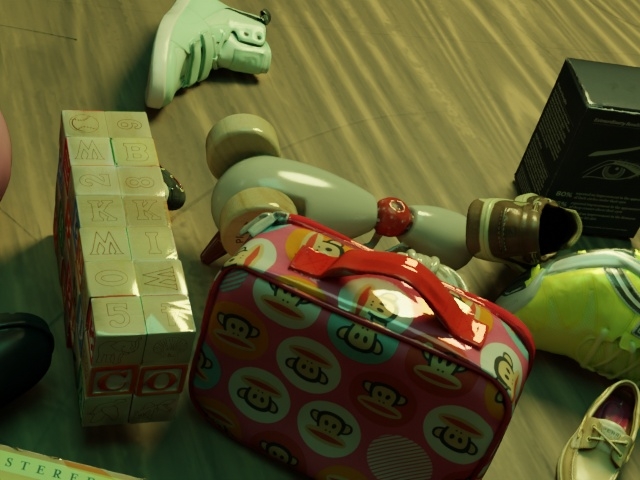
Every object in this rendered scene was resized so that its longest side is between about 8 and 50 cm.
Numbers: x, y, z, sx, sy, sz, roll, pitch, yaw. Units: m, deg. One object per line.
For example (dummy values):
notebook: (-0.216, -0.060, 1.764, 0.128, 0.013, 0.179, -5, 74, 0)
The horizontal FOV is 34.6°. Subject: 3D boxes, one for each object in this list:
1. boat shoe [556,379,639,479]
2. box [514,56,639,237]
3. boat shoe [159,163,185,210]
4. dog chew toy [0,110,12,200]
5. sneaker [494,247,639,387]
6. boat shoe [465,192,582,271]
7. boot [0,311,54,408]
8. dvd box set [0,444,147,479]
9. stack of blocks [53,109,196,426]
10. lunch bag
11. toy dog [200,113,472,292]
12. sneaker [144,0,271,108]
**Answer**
boat shoe: (0.290, 0.205, 1.058, 0.063, 0.059, 0.170, 26, 42, 10)
box: (0.361, -0.116, 1.323, 0.153, 0.207, 0.108, 6, 42, -12)
boat shoe: (-0.211, -0.075, 1.212, 0.133, 0.049, 0.042, 38, 17, 32)
dog chew toy: (-0.416, -0.025, 0.976, 0.207, 0.206, 0.331, 9, 49, -10)
sneaker: (0.382, 0.114, 1.132, 0.385, 0.145, 0.147, 8, 52, -1)
boat shoe: (0.257, -0.006, 1.193, 0.095, 0.095, 0.257, 2, 5, 30)
boot: (-0.308, 0.181, 0.851, 0.247, 0.094, 0.207, -20, 49, -26)
dvd box set: (-0.252, 0.334, 0.646, 0.308, 0.062, 0.420, 14, 57, -4)
stack of blocks: (-0.200, 0.032, 0.997, 0.087, 0.171, 0.297, -1, 45, -20)
lunch bag: (0.034, 0.107, 0.928, 0.293, 0.258, 0.120, 25, 42, 8)
toy dog: (0.000, 0.000, 1.152, 0.334, 0.161, 0.220, 29, 37, -9)
sneaker: (-0.144, -0.251, 1.389, 0.151, 0.094, 0.256, 18, 42, -4)
